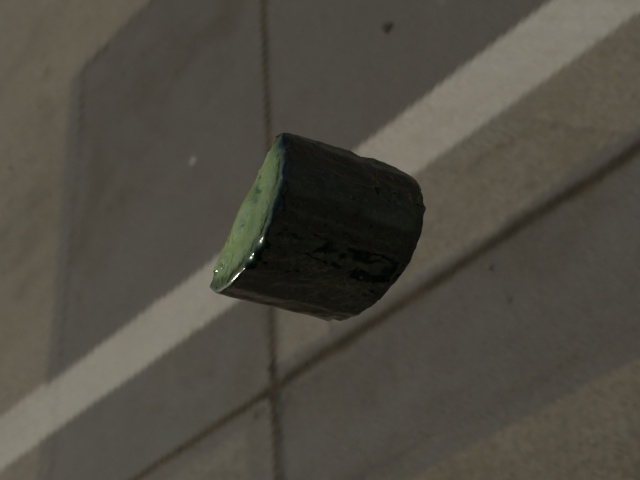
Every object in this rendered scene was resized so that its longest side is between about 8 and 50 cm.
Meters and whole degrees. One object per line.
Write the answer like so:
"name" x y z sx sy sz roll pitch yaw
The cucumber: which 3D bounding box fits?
"cucumber" 0.000 0.000 0.948 0.116 0.115 0.062 -65 32 13
